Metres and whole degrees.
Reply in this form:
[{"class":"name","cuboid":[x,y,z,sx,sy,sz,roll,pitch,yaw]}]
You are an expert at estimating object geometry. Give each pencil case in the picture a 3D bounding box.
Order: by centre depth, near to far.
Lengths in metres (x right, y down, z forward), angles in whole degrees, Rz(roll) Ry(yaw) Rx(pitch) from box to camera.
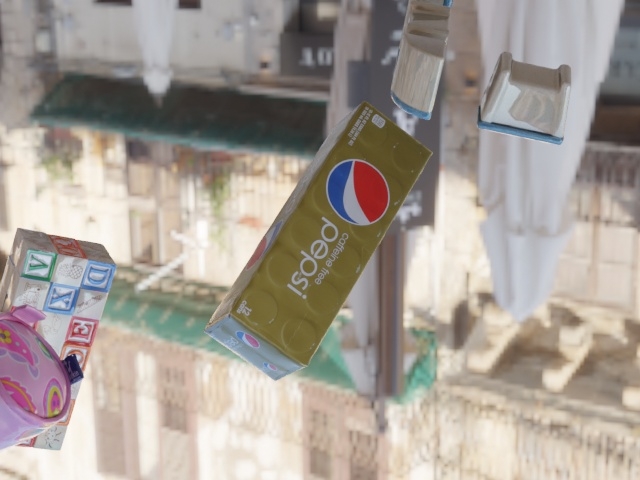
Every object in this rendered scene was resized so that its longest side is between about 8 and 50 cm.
[{"class":"pencil case","cuboid":[-0.365,0.163,1.183,0.284,0.124,0.124,-27,-173,19]}]

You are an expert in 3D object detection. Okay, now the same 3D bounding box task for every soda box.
[{"class":"soda box","cuboid":[0.000,0.000,0.844,0.061,0.181,0.058,36,155,-10]}]

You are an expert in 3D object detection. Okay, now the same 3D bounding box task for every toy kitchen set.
[{"class":"toy kitchen set","cuboid":[0.156,-0.160,1.274,0.166,0.122,0.207,12,-147,1]}]

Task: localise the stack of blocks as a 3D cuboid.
[{"class":"stack of blocks","cuboid":[-0.415,0.138,1.806,0.171,0.297,0.087,12,-164,-28]}]
